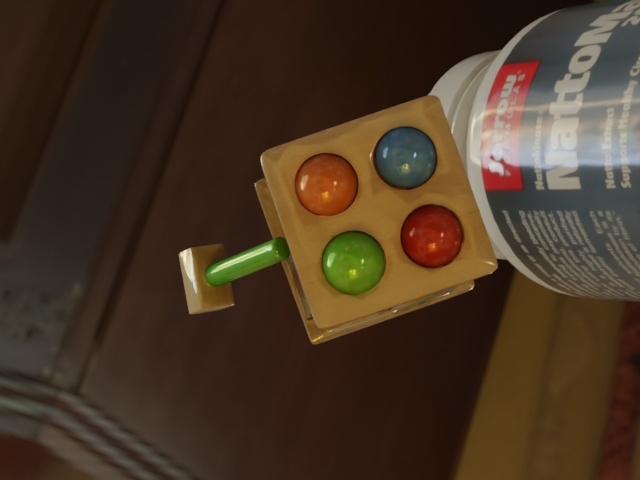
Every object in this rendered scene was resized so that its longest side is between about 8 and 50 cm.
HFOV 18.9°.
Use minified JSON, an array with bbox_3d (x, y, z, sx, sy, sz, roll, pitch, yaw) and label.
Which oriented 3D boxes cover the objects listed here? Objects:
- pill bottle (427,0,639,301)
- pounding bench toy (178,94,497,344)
[{"bbox_3d":[0.114,-0.032,0.671,0.108,0.108,0.180,28,166,-28],"label":"pill bottle"},{"bbox_3d":[0.000,0.000,0.543,0.083,0.052,0.065,-19,174,-4],"label":"pounding bench toy"}]
